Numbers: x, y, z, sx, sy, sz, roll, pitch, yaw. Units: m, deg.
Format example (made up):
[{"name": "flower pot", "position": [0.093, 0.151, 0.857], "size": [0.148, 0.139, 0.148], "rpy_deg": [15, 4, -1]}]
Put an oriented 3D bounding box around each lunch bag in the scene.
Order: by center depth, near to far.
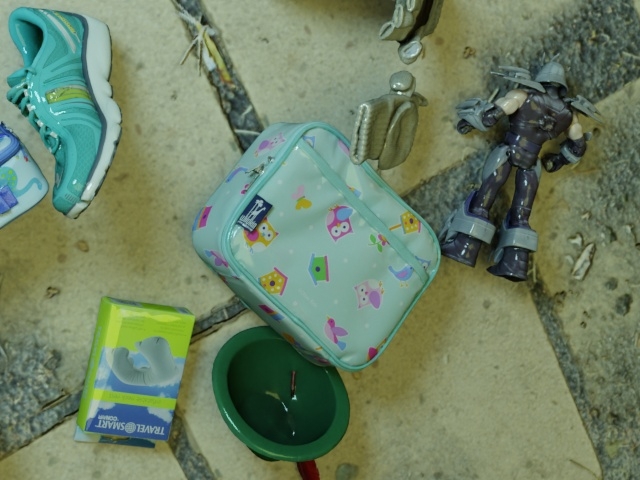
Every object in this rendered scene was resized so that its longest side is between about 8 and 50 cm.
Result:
[{"name": "lunch bag", "position": [-0.401, -0.036, 1.804], "size": [0.219, 0.176, 0.090], "rpy_deg": [-36, 114, -9]}, {"name": "lunch bag", "position": [0.000, 0.000, 1.996], "size": [0.279, 0.108, 0.224], "rpy_deg": [46, 73, -26]}]

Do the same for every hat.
[{"name": "hat", "position": [-0.070, 0.237, 2.085], "size": [0.173, 0.183, 0.208], "rpy_deg": [-12, 64, -30]}]

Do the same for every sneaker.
[{"name": "sneaker", "position": [-0.282, -0.138, 1.800], "size": [0.110, 0.275, 0.107], "rpy_deg": [15, 135, -33]}]

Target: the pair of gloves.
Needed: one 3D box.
[{"name": "pair of gloves", "position": [0.100, -0.197, 1.960], "size": [0.042, 0.204, 0.240], "rpy_deg": [17, 96, 15]}]

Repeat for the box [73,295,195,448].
[{"name": "box", "position": [-0.220, 0.162, 1.999], "size": [0.109, 0.042, 0.178], "rpy_deg": [9, 99, -23]}]

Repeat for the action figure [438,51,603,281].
[{"name": "action figure", "position": [0.239, -0.099, 2.091], "size": [0.185, 0.099, 0.285], "rpy_deg": [21, 91, -17]}]
